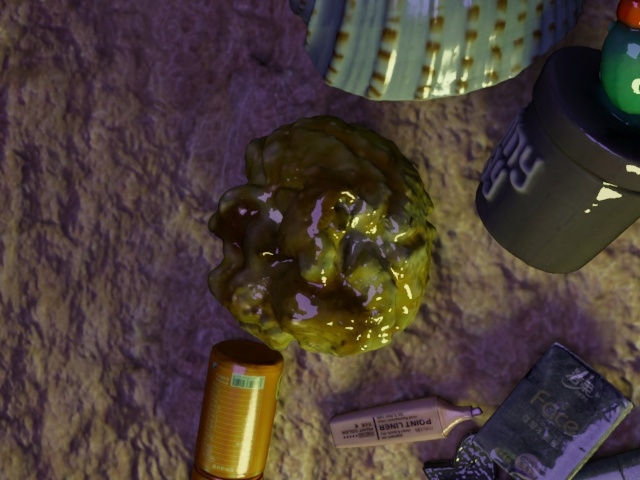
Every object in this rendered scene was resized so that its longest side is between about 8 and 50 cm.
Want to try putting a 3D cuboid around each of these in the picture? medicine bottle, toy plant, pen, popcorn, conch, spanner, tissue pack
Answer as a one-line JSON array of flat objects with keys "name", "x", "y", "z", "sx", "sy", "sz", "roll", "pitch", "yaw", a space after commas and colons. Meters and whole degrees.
[{"name": "medicine bottle", "x": -0.107, "y": 0.232, "z": 1.186, "sx": 0.096, "sy": 0.096, "sz": 0.192, "roll": 12, "pitch": 101, "yaw": 16}, {"name": "toy plant", "x": 0.300, "y": -0.142, "z": 0.885, "sx": 0.185, "sy": 0.279, "sz": 0.400, "roll": 54, "pitch": 137, "yaw": 25}, {"name": "pen", "x": 0.106, "y": 0.227, "z": 1.149, "sx": 0.197, "sy": 0.032, "sz": 0.053, "roll": -14, "pitch": 92, "yaw": 21}, {"name": "popcorn", "x": 0.003, "y": -0.007, "z": 1.045, "sx": 0.282, "sy": 0.247, "sz": 0.282, "roll": -1, "pitch": 89, "yaw": 26}, {"name": "conch", "x": 0.109, "y": -0.298, "z": 0.952, "sx": 0.319, "sy": 0.303, "sz": 0.215, "roll": -15, "pitch": 137, "yaw": 6}, {"name": "spanner", "x": 0.150, "y": 0.385, "z": 1.162, "sx": 0.093, "sy": 0.026, "sz": 0.325, "roll": 17, "pitch": 104, "yaw": 14}, {"name": "tissue pack", "x": 0.266, "y": 0.209, "z": 1.059, "sx": 0.112, "sy": 0.051, "sz": 0.156, "roll": 41, "pitch": 94, "yaw": 25}]

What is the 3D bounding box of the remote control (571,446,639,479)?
[{"name": "remote control", "x": 0.339, "y": 0.302, "z": 1.065, "sx": 0.377, "sy": 0.044, "sz": 0.107, "roll": -21, "pitch": 96, "yaw": 15}]
